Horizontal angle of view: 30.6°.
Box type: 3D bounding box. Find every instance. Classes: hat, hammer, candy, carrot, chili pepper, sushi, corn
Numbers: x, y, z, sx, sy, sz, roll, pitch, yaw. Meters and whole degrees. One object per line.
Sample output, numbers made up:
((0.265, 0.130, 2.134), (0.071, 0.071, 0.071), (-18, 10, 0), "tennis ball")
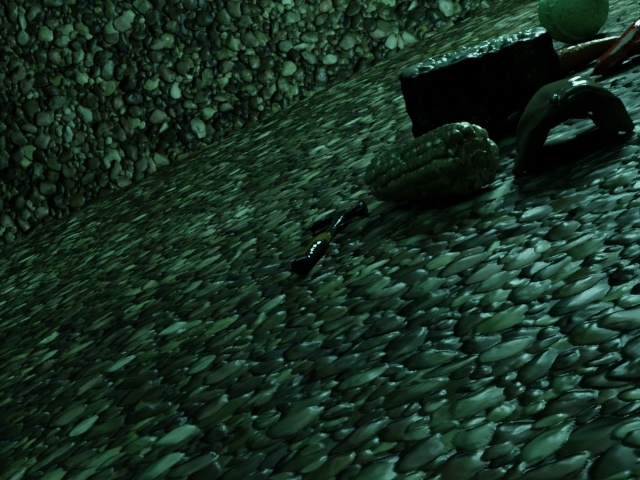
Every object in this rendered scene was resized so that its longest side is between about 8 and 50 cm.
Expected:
((0.278, -0.151, 1.371), (0.147, 0.085, 0.175), (-24, 13, 16), "hat")
((0.000, 0.000, 1.458), (0.078, 0.021, 0.201), (-21, 12, 23), "hammer")
((0.388, -0.384, 2.175), (0.119, 0.119, 0.440), (-30, 4, -20), "candy")
((0.382, -0.276, 1.814), (0.191, 0.047, 0.047), (-18, 13, 8), "carrot")
((0.462, -0.291, 1.676), (0.191, 0.050, 0.059), (-39, 15, -1), "chili pepper")
((0.226, -0.211, 1.633), (0.225, 0.127, 0.124), (-19, 12, 5), "sushi")
((0.136, -0.088, 1.428), (0.087, 0.087, 0.211), (-32, 8, -25), "corn")
